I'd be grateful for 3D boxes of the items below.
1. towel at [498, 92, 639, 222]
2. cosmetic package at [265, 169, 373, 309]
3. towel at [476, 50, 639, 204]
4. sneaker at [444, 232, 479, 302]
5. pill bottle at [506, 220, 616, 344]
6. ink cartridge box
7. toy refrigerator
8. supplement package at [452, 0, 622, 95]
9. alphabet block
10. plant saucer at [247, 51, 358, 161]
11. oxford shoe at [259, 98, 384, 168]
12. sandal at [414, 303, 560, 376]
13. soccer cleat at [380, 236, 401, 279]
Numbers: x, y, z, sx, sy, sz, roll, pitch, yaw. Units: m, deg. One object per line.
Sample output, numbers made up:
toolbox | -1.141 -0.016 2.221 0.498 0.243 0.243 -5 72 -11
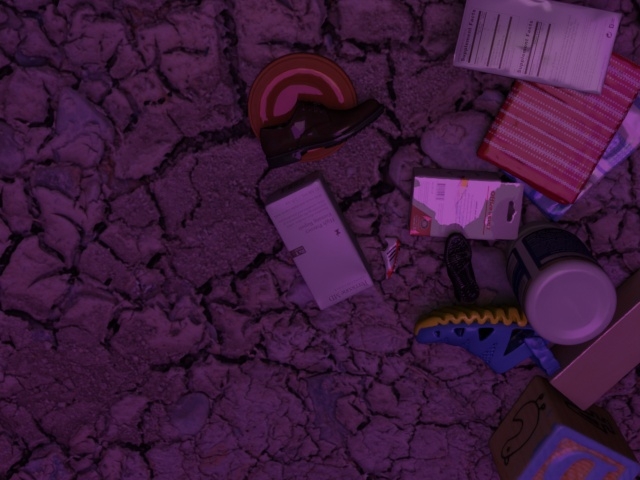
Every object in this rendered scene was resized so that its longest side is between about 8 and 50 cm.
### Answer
towel | 0.461 -0.191 1.676 0.209 0.034 0.285 43 104 -12
cosmetic package | 0.000 0.000 1.715 0.117 0.085 0.231 -27 106 9
towel | 0.423 -0.220 1.635 0.199 0.031 0.274 29 104 4
sneaker | 0.257 0.050 1.721 0.051 0.089 0.170 -18 114 0
pill bottle | 0.414 0.064 1.641 0.153 0.264 0.153 0 110 0
ink cartridge box | 0.264 -0.067 1.699 0.198 0.067 0.115 4 109 1
toy refrigerator | 0.558 0.189 1.776 0.102 0.094 0.269 39 106 -16
supplement package | 0.357 -0.332 1.542 0.244 0.139 0.133 14 103 11
alphabet block | 0.467 0.415 1.797 0.193 0.197 0.192 30 106 -10
plant saucer | -0.032 -0.235 1.660 0.200 0.037 0.199 0 109 -1
oxford shoe | -0.001 -0.206 1.608 0.227 0.083 0.096 -20 103 6
sandal | 0.335 0.188 1.745 0.318 0.126 0.138 0 94 3
soccer cleat | 0.129 0.033 1.757 0.036 0.029 0.083 13 105 5
